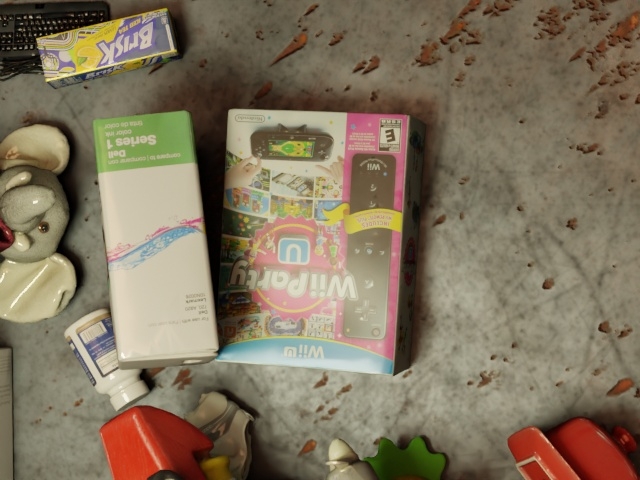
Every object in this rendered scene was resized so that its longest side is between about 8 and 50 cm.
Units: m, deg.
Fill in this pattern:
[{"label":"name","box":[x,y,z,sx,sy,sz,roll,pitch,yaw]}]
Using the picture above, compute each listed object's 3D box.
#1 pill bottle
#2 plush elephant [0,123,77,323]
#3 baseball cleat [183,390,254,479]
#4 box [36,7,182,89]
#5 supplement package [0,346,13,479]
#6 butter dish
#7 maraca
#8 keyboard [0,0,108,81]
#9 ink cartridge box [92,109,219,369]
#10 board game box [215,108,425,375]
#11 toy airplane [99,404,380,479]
[{"label":"pill bottle","box":[-0.264,0.150,1.717,0.067,0.067,0.120,-33,82,11]},{"label":"plush elephant","box":[-0.418,-0.025,1.675,0.255,0.330,0.272,-13,87,-10]},{"label":"baseball cleat","box":[-0.155,0.290,1.686,0.109,0.072,0.206,33,99,9]},{"label":"box","box":[-0.262,-0.239,1.711,0.168,0.054,0.059,-13,87,0]},{"label":"supplement package","box":[-0.500,0.284,1.718,0.177,0.175,0.293,-2,89,13]},{"label":"butter dish","box":[0.306,0.255,1.548,0.118,0.160,0.160,-35,80,-12]},{"label":"maraca","box":[0.105,0.323,1.608,0.127,0.099,0.186,1,72,-21]},{"label":"keyboard","box":[-0.366,-0.258,1.764,0.192,0.038,0.100,-1,89,15]},{"label":"ink cartridge box","box":[-0.195,0.008,1.611,0.117,0.201,0.278,-6,83,-9]},{"label":"board game box","box":[0.000,0.000,1.640,0.224,0.097,0.304,3,91,14]},{"label":"toy airplane","box":[-0.074,0.383,1.571,0.386,0.272,0.385,13,115,17]}]
